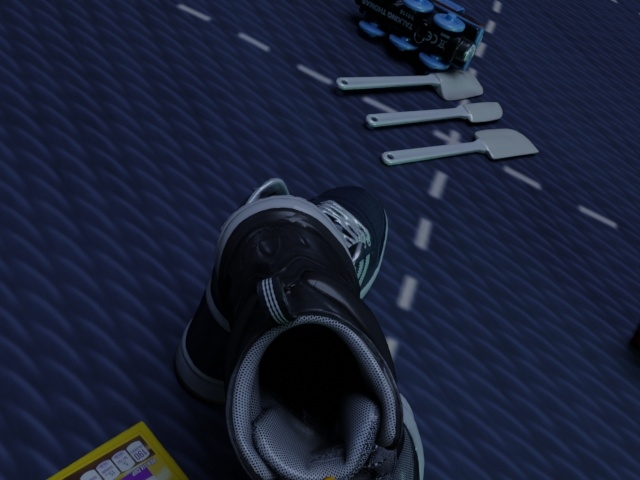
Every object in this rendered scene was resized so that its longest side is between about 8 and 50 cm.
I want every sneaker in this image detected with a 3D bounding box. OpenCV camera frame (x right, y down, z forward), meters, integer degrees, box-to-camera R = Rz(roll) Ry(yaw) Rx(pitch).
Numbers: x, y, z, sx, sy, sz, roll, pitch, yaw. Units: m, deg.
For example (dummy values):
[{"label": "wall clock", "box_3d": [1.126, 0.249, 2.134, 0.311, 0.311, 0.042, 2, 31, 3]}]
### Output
[{"label": "sneaker", "box_3d": [0.000, 0.000, 0.633, 0.099, 0.153, 0.282, 35, 44, 9]}, {"label": "sneaker", "box_3d": [0.005, 0.115, 0.455, 0.101, 0.268, 0.153, -19, 20, 3]}]

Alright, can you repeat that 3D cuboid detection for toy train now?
[{"label": "toy train", "box_3d": [0.134, -0.293, 1.034, 0.184, 0.080, 0.105, 33, 38, 19]}]

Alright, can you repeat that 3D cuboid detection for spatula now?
[{"label": "spatula", "box_3d": [0.139, -0.155, 0.960, 0.242, 0.019, 0.168, -11, 59, -33]}]

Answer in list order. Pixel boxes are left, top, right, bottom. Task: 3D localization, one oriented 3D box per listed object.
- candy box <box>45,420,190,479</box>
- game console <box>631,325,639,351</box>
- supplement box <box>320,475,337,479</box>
[{"label": "candy box", "box_3d": [-0.157, 0.199, 0.455, 0.105, 0.027, 0.206, 47, 46, 16]}, {"label": "game console", "box_3d": [0.398, 0.113, 0.778, 0.144, 0.124, 0.085, 39, 70, 14]}, {"label": "supplement box", "box_3d": [-0.099, 0.281, 0.280, 0.357, 0.195, 0.194, -19, 59, -37]}]
